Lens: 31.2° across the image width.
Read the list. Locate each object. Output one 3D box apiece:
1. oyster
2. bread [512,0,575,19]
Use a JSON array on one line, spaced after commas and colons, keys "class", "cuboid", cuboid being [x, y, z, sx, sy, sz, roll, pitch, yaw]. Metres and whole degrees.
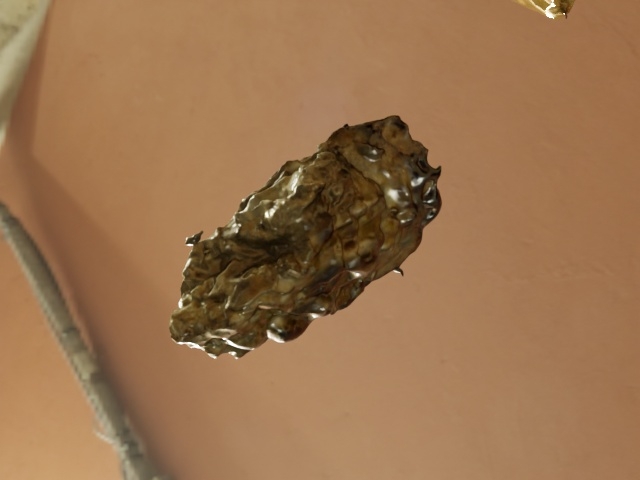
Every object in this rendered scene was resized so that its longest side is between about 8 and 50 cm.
[{"class": "oyster", "cuboid": [-0.006, 0.005, 0.633, 0.056, 0.177, 0.105, 45, -27, 47]}, {"class": "bread", "cuboid": [0.105, -0.225, 0.511, 0.139, 0.143, 0.229, 38, -37, 27]}]
